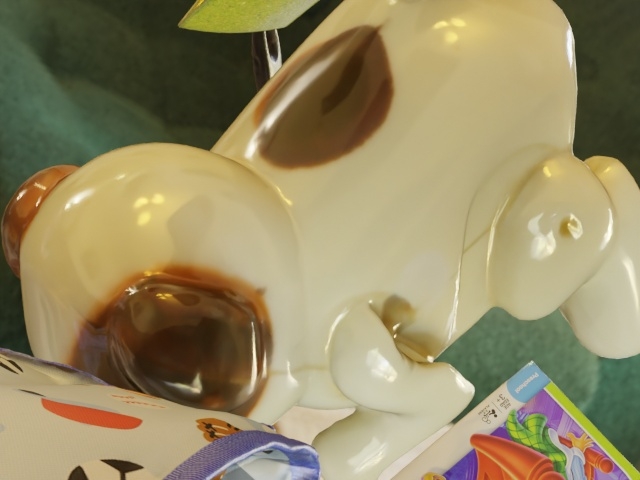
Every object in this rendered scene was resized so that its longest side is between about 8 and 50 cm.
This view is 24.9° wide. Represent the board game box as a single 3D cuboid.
[{"bbox_3d":[0.157,0.319,1.425,0.233,0.347,0.078,47,-13,21],"label":"board game box"}]

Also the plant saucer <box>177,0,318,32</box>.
[{"bbox_3d":[0.027,-0.191,0.759,0.045,0.188,0.188,41,59,-14],"label":"plant saucer"}]

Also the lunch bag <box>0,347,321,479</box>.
[{"bbox_3d":[-0.204,0.151,0.625,0.327,0.239,0.385,15,22,14],"label":"lunch bag"}]

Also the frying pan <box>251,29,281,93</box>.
[{"bbox_3d":[-0.051,-0.042,1.260,0.053,0.197,0.326,9,-19,19],"label":"frying pan"}]

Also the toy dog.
[{"bbox_3d":[0.000,0.000,0.977,0.408,0.395,0.284,-27,51,-25],"label":"toy dog"}]
